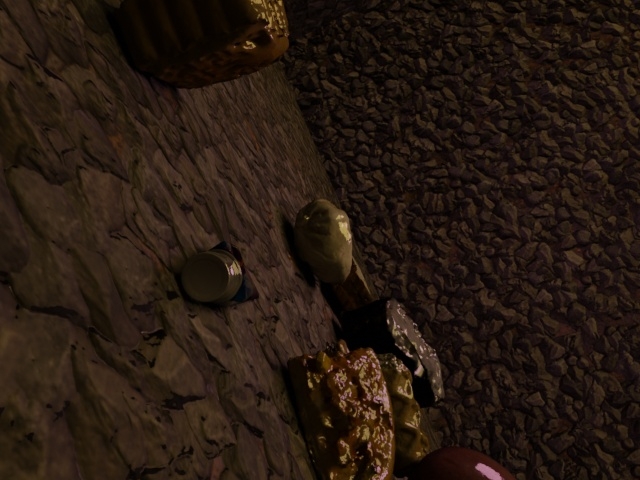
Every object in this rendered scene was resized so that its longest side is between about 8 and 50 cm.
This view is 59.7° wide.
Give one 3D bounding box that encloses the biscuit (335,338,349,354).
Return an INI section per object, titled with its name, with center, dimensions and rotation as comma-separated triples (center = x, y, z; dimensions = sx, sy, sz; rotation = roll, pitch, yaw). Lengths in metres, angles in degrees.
[biscuit]
center = 0.052, 0.240, 1.114
dimensions = 0.081, 0.018, 0.083
rotation = 31, 39, -81

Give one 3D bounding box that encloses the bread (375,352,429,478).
[bread]
center = 0.148, 0.379, 1.210
dimensions = 0.152, 0.130, 0.267
rotation = -13, -87, 63

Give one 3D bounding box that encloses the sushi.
[sushi]
center = 0.186, 0.321, 1.473
dimensions = 0.348, 0.208, 0.234
rotation = 57, 22, -22

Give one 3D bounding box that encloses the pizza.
[pizza]
center = 0.069, 0.302, 0.923
dimensions = 0.268, 0.087, 0.257
rotation = 16, 53, -62

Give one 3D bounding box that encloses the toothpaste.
[toothpaste]
center = -0.123, 0.045, 0.760
dimensions = 0.266, 0.061, 0.096
rotation = 38, 27, -87

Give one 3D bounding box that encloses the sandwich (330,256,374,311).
[sandwich]
center = 0.086, 0.131, 1.662
dimensions = 0.301, 0.099, 0.271
rotation = -114, 180, -59

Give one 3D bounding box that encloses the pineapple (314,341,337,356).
[pineapple]
center = 0.036, 0.297, 1.089
dimensions = 0.221, 0.047, 0.221
rotation = -20, 90, -84

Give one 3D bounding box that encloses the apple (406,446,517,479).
[apple]
center = 0.286, 0.560, 1.084
dimensions = 0.306, 0.235, 0.305
rotation = -16, 110, -53

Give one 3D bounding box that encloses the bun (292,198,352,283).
[bun]
center = 0.000, 0.000, 1.408
dimensions = 0.229, 0.145, 0.229
rotation = -178, -90, -79

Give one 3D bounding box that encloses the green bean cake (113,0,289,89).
[green bean cake]
center = -0.172, -0.328, 0.875
dimensions = 0.224, 0.230, 0.131
rotation = -36, 109, -80
